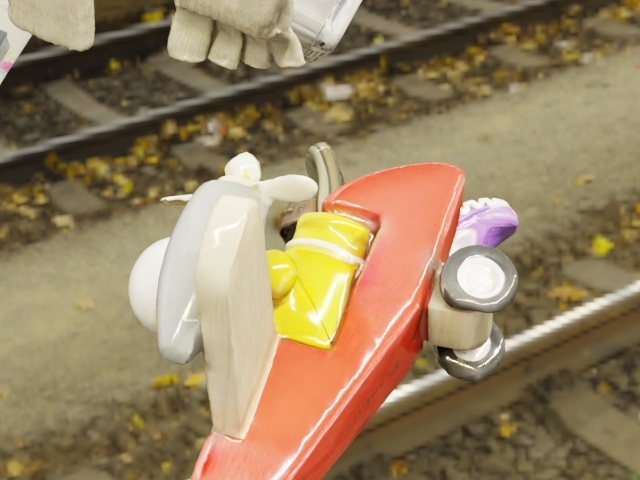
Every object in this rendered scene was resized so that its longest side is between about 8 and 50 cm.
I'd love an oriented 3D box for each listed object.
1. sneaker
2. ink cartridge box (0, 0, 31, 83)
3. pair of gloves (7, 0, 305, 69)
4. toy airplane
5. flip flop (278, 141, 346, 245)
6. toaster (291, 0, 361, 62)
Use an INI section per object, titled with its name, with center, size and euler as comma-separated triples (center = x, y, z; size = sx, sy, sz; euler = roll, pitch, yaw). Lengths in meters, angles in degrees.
[sneaker]
center = 0.119, 0.046, 1.427
size = 0.236, 0.095, 0.104
euler = -32, 66, -18
[ink cartridge box]
center = -0.506, -0.274, 1.789
size = 0.207, 0.353, 0.119
euler = 35, 2, 27
[pair of gloves]
center = -0.119, -0.209, 0.876
size = 0.240, 0.204, 0.042
euler = 14, 40, 25
[toy airplane]
center = -0.055, 0.108, 1.079
size = 0.272, 0.386, 0.384
euler = 34, 22, 19
[flip flop]
center = 0.000, 0.000, 1.332
size = 0.080, 0.112, 0.277
euler = -18, 36, 8
[toaster]
center = -0.038, -0.250, 1.301
size = 0.146, 0.129, 0.227
euler = 28, -1, -9
